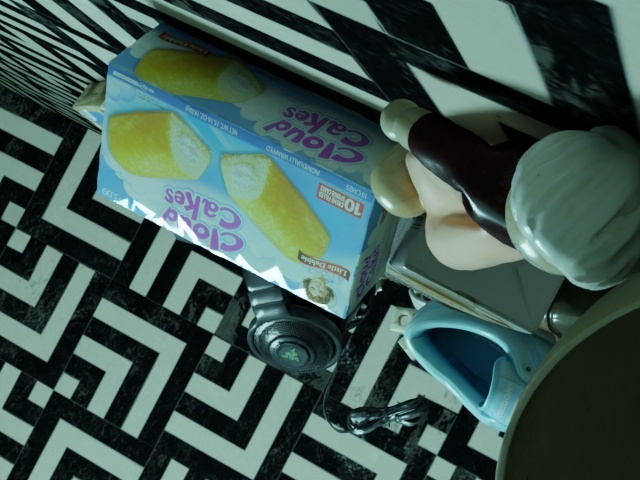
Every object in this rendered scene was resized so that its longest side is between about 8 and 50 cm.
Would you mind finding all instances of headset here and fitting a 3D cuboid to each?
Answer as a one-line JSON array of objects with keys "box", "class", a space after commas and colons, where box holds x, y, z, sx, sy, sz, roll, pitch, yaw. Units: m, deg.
[{"box": [0.016, 0.092, 1.963, 0.185, 0.394, 0.243, -10, -161, 24], "class": "headset"}]

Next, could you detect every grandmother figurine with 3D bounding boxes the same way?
[{"box": [0.130, -0.021, 0.902, 0.208, 0.104, 0.342, 19, -179, -7], "class": "grandmother figurine"}]

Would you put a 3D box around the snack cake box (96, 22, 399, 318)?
[{"box": [-0.060, -0.062, 1.241, 0.264, 0.152, 0.089, 26, -138, 15], "class": "snack cake box"}]

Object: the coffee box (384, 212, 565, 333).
[{"box": [0.128, 0.007, 1.369, 0.141, 0.098, 0.246, 28, 177, -11], "class": "coffee box"}]

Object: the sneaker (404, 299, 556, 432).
[{"box": [0.238, 0.176, 1.479, 0.366, 0.135, 0.150, 29, -152, 30], "class": "sneaker"}]

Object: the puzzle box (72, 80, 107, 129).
[{"box": [-0.244, -0.145, 2.203, 0.272, 0.052, 0.409, 37, 175, -15], "class": "puzzle box"}]

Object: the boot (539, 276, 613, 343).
[{"box": [0.289, 0.084, 1.402, 0.106, 0.082, 0.219, 21, -177, 31], "class": "boot"}]

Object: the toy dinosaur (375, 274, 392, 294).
[{"box": [0.000, 0.000, 2.158, 0.313, 0.121, 0.160, 32, -171, 8], "class": "toy dinosaur"}]

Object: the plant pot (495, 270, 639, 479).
[{"box": [0.252, 0.107, 0.768, 0.284, 0.284, 0.191, 27, -150, 6], "class": "plant pot"}]

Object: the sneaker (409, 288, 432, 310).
[{"box": [0.155, 0.046, 1.692, 0.103, 0.111, 0.252, 25, 176, 44], "class": "sneaker"}]

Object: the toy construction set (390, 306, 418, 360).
[{"box": [0.248, 0.124, 2.046, 0.215, 0.151, 0.327, 26, -172, 30], "class": "toy construction set"}]

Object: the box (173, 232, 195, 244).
[{"box": [-0.110, -0.064, 1.662, 0.183, 0.059, 0.233, 15, 151, 23], "class": "box"}]
